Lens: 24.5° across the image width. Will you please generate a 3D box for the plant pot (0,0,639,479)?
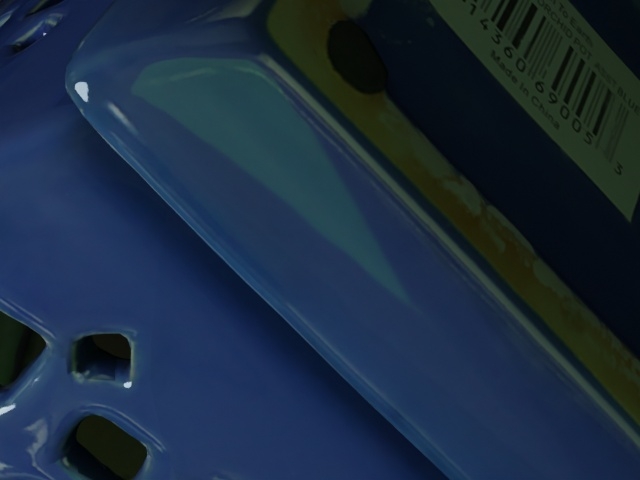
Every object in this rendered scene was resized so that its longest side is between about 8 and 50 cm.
[{"bbox_3d":[0.000,0.000,0.451,0.236,0.236,0.212,45,132,-15],"label":"plant pot"}]
